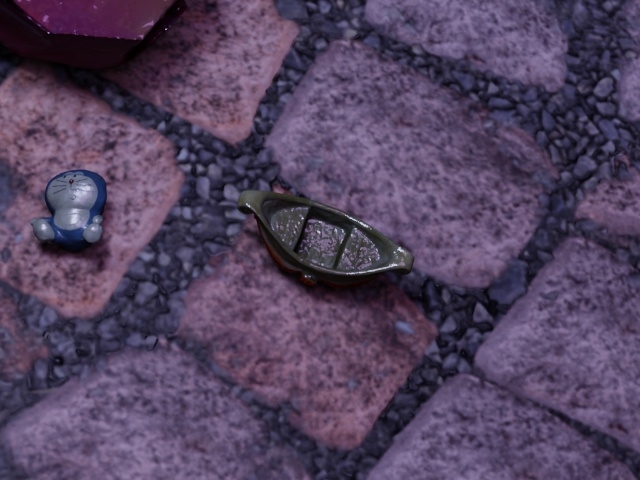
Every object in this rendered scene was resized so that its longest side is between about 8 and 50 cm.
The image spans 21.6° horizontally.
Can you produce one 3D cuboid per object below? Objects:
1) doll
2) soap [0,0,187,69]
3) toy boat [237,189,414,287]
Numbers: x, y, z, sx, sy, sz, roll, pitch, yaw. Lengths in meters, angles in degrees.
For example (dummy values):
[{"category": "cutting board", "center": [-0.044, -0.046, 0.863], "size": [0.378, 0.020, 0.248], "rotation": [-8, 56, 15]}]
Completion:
[{"category": "doll", "center": [-0.243, -0.031, 1.640], "size": [0.076, 0.050, 0.083], "rotation": [1, 68, 5]}, {"category": "soap", "center": [-0.276, -0.298, 1.663], "size": [0.325, 0.127, 0.220], "rotation": [38, 71, -19]}, {"category": "toy boat", "center": [0.000, 0.001, 1.676], "size": [0.185, 0.071, 0.089], "rotation": [21, 65, -4]}]
